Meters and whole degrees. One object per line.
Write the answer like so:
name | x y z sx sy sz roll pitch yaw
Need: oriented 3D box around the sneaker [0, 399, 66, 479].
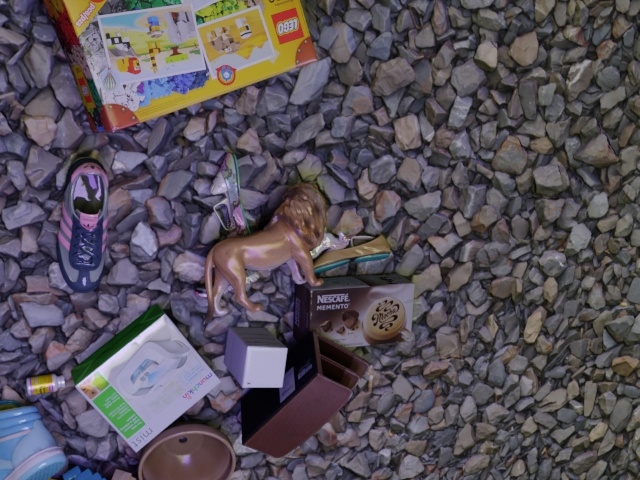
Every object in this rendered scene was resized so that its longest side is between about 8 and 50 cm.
sneaker | -0.733 0.492 1.761 0.319 0.127 0.208 -36 71 17

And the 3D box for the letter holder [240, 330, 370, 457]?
letter holder | -0.027 0.411 1.933 0.214 0.152 0.302 31 117 -26

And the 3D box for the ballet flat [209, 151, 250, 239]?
ballet flat | -0.227 -0.101 1.866 0.079 0.077 0.221 -14 109 -15

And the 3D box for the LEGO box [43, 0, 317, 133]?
LEGO box | -0.307 -0.486 1.654 0.500 0.193 0.372 -26 108 -25

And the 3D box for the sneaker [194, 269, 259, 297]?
sneaker | -0.238 0.087 1.902 0.170 0.063 0.074 -21 107 -22

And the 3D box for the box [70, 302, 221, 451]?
box | -0.419 0.327 1.842 0.262 0.127 0.231 -39 109 -12

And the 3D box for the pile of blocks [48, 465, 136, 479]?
pile of blocks | -0.517 0.624 1.836 0.362 0.112 0.148 17 65 9

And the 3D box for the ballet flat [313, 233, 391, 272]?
ballet flat | 0.073 0.031 2.020 0.232 0.080 0.073 -11 76 -22

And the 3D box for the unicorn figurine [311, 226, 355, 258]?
unicorn figurine | 0.000 0.000 1.962 0.162 0.060 0.111 -42 79 7

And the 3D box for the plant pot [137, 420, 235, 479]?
plant pot | -0.335 0.529 1.903 0.238 0.109 0.237 -8 122 -13

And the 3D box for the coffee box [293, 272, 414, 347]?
coffee box | 0.086 0.184 2.016 0.297 0.119 0.168 -2 104 -21

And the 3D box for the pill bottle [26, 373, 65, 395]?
pill bottle | -0.644 0.337 1.796 0.083 0.043 0.043 -7 102 -20

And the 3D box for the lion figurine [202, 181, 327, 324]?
lion figurine | -0.139 0.026 1.833 0.392 0.142 0.240 -24 105 -24

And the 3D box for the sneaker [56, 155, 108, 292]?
sneaker | -0.534 -0.026 1.723 0.112 0.131 0.318 -2 101 -22

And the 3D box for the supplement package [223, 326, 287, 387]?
supplement package | -0.164 0.288 1.904 0.105 0.179 0.105 5 99 -23
